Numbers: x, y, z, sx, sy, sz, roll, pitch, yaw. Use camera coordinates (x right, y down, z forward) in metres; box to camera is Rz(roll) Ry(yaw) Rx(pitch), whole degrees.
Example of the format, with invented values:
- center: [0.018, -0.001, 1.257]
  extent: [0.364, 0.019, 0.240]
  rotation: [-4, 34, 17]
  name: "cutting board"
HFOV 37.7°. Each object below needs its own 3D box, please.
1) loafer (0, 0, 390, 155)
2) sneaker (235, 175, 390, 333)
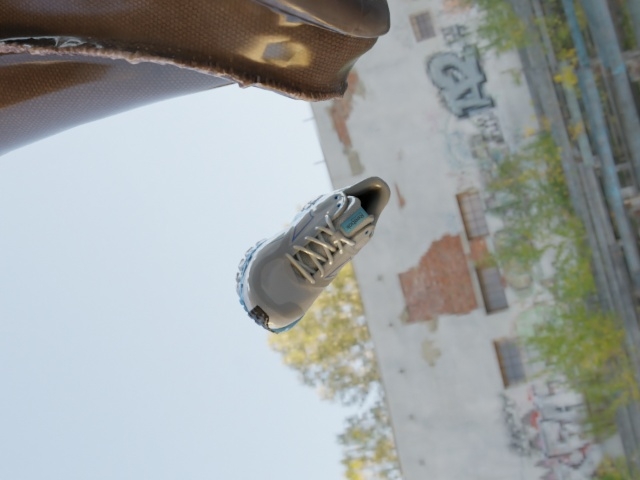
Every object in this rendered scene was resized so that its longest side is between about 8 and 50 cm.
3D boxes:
- center: [-0.142, -0.105, 0.469]
  extent: [0.134, 0.366, 0.130]
  rotation: [-34, -47, -63]
  name: "loafer"
- center: [0.000, 0.000, 0.779]
  extent: [0.071, 0.083, 0.190]
  rotation: [47, -136, -9]
  name: "sneaker"
